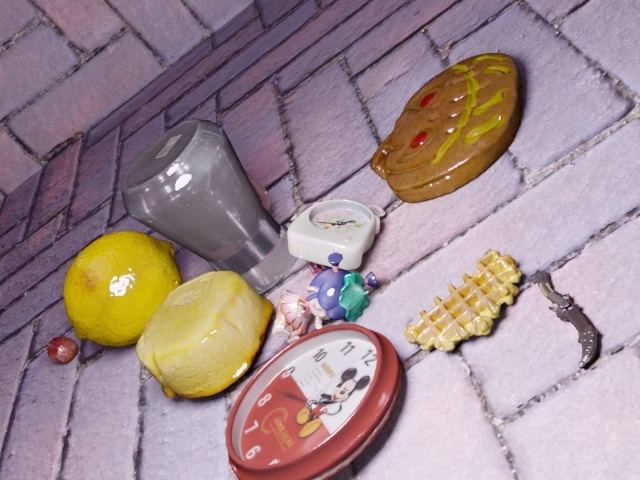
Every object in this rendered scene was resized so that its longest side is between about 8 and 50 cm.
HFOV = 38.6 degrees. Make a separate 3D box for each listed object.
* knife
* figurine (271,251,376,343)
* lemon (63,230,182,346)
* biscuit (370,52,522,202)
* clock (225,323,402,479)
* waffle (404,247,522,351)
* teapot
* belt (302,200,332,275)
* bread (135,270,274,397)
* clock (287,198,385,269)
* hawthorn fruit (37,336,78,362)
[{"bbox_3d":[0.345,0.097,1.280,0.046,0.021,0.222,-37,28,15],"label":"knife"},{"bbox_3d":[-0.001,0.104,1.617,0.195,0.111,0.102,-23,53,31],"label":"figurine"},{"bbox_3d":[-0.437,0.105,2.028,0.267,0.267,0.267,-31,29,20],"label":"lemon"},{"bbox_3d":[0.242,-0.230,1.830,0.351,0.070,0.394,-27,31,26],"label":"biscuit"},{"bbox_3d":[-0.011,0.262,1.435,0.319,0.080,0.318,-30,26,16],"label":"clock"},{"bbox_3d":[0.225,0.093,1.412,0.161,0.046,0.192,-6,43,48],"label":"waffle"},{"bbox_3d":[-0.216,-0.073,1.893,0.253,0.344,0.300,-23,33,30],"label":"teapot"},{"bbox_3d":[0.000,0.000,1.827,0.071,0.053,0.232,-24,32,8],"label":"belt"},{"bbox_3d":[-0.217,0.180,1.745,0.270,0.148,0.269,-27,30,17],"label":"bread"},{"bbox_3d":[0.038,-0.022,1.739,0.152,0.062,0.191,14,35,23],"label":"clock"},{"bbox_3d":[-0.641,0.259,2.220,0.067,0.103,0.066,-20,55,32],"label":"hawthorn fruit"}]
